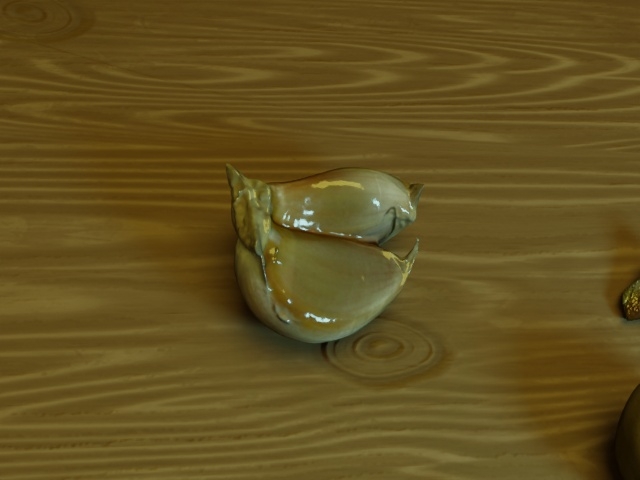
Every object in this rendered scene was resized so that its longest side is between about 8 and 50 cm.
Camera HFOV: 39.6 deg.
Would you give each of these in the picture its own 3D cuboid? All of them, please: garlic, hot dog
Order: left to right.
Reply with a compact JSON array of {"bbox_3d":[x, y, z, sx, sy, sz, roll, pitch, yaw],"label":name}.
[{"bbox_3d":[0.000,0.000,1.379,0.313,0.249,0.286,2,38,-32],"label":"garlic"},{"bbox_3d":[0.572,0.078,1.512,0.078,0.061,0.169,40,85,24],"label":"hot dog"}]

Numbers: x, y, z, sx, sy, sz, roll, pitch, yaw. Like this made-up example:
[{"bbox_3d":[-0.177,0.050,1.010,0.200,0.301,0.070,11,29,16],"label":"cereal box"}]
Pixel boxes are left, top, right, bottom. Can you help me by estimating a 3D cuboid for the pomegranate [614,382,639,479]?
[{"bbox_3d":[0.538,0.298,1.276,0.233,0.233,0.233,5,57,-7],"label":"pomegranate"}]
